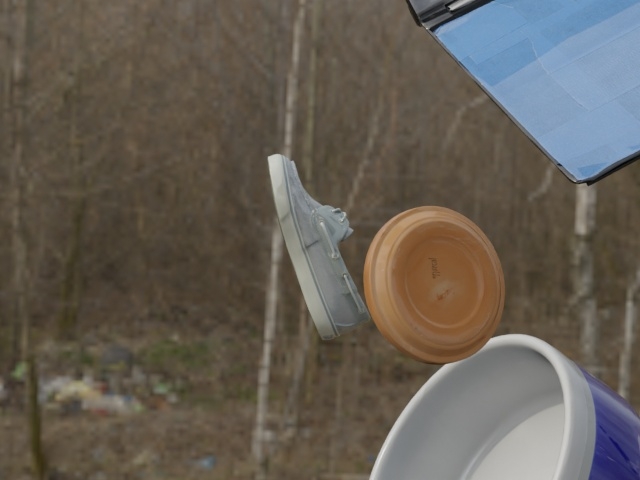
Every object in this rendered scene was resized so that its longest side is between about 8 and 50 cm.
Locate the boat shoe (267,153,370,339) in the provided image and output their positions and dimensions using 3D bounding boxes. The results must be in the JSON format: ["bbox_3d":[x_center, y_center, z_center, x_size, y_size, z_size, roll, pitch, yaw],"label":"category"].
[{"bbox_3d":[0.000,0.001,1.668,0.081,0.227,0.079,-19,2,-2],"label":"boat shoe"}]

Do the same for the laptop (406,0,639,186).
[{"bbox_3d":[0.234,-0.309,1.070,0.382,0.408,0.236,-29,6,-5],"label":"laptop"}]

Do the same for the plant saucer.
[{"bbox_3d":[0.062,0.023,0.738,0.083,0.083,0.013,2,-12,-28],"label":"plant saucer"}]

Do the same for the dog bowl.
[{"bbox_3d":[0.157,0.221,1.233,0.104,0.265,0.265,33,-14,-25],"label":"dog bowl"}]
